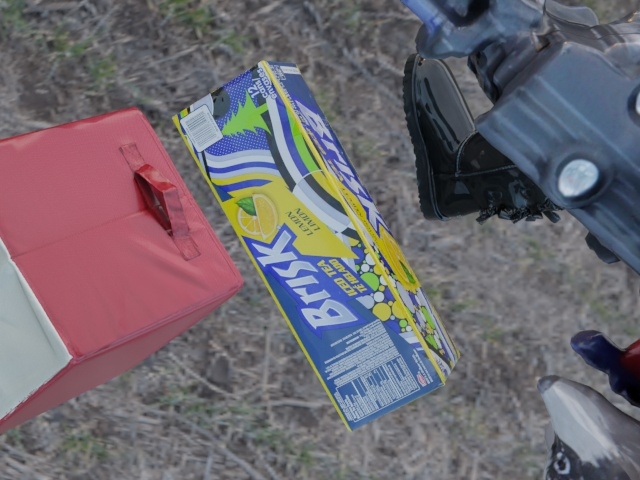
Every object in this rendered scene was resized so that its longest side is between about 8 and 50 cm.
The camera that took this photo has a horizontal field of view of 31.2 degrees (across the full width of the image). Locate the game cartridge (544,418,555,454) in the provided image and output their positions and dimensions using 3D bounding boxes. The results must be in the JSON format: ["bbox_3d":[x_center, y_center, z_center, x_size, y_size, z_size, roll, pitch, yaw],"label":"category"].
[{"bbox_3d":[0.133,0.096,0.466,0.056,0.083,0.017,-64,169,-73],"label":"game cartridge"}]

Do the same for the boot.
[{"bbox_3d":[0.108,-0.067,0.730,0.045,0.099,0.121,-14,98,-54],"label":"boot"}]

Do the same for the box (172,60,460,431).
[{"bbox_3d":[0.000,0.000,0.543,0.169,0.054,0.059,61,15,1],"label":"box"}]

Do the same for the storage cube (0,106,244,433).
[{"bbox_3d":[-0.219,0.026,0.931,0.193,0.215,0.183,-25,81,-51],"label":"storage cube"}]

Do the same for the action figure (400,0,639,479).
[{"bbox_3d":[0.159,-0.004,0.304,0.341,0.330,0.178,32,31,-12],"label":"action figure"}]
